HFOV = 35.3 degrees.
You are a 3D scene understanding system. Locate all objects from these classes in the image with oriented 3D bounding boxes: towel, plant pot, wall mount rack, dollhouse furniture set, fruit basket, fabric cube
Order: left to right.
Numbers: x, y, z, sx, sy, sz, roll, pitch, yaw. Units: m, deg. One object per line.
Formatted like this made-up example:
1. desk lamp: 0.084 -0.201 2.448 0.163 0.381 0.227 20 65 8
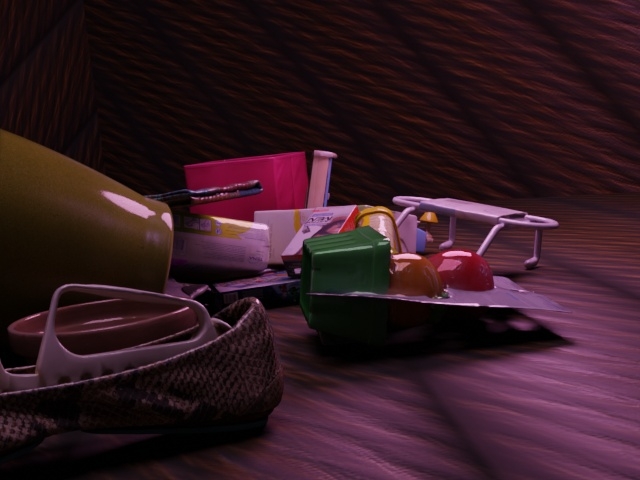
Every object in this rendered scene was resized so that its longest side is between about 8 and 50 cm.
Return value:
1. plant pot: -0.422 0.021 1.525 0.353 0.366 0.366 14 -1 -21
2. plant pot: -0.272 0.144 1.288 0.237 0.110 0.237 -5 6 1
3. towel: -0.324 -0.066 1.807 0.370 0.040 0.271 -7 5 23
4. fabric cube: -0.178 -0.087 2.622 0.254 0.258 0.259 -5 7 19
5. dollhouse furniture set: 0.117 -0.090 2.396 0.303 0.198 0.286 8 2 -3
6. fruit basket: 0.144 0.079 1.471 0.353 0.165 0.327 9 5 -7
7. wall mount rack: 0.255 0.001 1.895 0.350 0.130 0.304 12 13 39

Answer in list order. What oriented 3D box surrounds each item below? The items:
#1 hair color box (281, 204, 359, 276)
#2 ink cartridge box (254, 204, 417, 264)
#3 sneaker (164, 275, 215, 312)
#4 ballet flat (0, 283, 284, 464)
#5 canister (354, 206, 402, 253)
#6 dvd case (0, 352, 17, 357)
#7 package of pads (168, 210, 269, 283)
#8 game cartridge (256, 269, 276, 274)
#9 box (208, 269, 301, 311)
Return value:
1. hair color box: 0.005 0.000 1.875 0.093 0.053 0.167 -2 34 28
2. ink cartridge box: 0.000 0.000 2.107 0.353 0.119 0.207 -2 -7 35
3. sneaker: -0.260 0.104 1.836 0.132 0.086 0.229 -2 15 -13
4. ballet flat: -0.272 0.137 1.023 0.483 0.182 0.164 -9 8 -21
5. canister: 0.101 0.030 1.715 0.073 0.126 0.170 -11 22 7
6. dvd case: -0.517 0.169 1.720 0.164 0.018 0.221 -7 7 -13
7. package of pads: -0.253 0.024 1.998 0.229 0.101 0.296 7 -12 -27
8. game cartridge: -0.125 0.039 2.366 0.297 0.062 0.198 -8 2 -18
9. box: -0.083 0.090 1.884 0.233 0.044 0.159 -8 6 -13
